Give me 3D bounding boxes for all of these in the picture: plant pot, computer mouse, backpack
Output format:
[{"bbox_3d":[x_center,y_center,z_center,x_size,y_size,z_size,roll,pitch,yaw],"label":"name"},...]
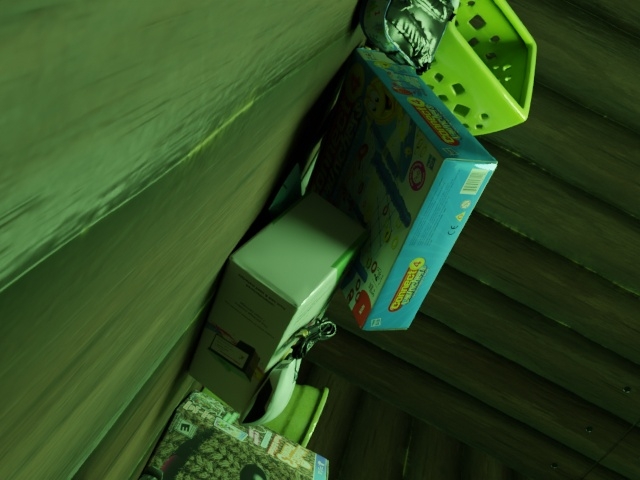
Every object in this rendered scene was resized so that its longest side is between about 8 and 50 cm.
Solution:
[{"bbox_3d":[0.227,-0.313,1.154,0.207,0.227,0.228,-23,-144,44],"label":"plant pot"},{"bbox_3d":[-0.048,0.196,0.917,0.193,0.042,0.106,-56,169,17],"label":"computer mouse"},{"bbox_3d":[-0.156,0.402,1.479,0.276,0.253,0.276,-63,178,-4],"label":"plant pot"},{"bbox_3d":[0.101,-0.287,0.836,0.114,0.084,0.105,24,92,-48],"label":"backpack"}]

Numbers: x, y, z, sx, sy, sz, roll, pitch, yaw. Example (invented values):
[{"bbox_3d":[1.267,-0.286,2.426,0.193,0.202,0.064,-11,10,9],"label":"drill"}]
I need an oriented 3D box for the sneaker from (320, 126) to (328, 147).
[{"bbox_3d":[0.098,-0.207,1.193,0.094,0.151,0.256,-61,179,38],"label":"sneaker"}]

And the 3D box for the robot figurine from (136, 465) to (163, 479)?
[{"bbox_3d":[-0.230,0.324,0.622,0.211,0.085,0.291,-62,179,-37],"label":"robot figurine"}]

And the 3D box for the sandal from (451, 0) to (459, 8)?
[{"bbox_3d":[0.166,-0.422,0.989,0.265,0.076,0.102,-86,-177,-57],"label":"sandal"}]

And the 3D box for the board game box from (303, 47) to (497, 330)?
[{"bbox_3d":[0.093,-0.079,0.986,0.302,0.086,0.308,63,-38,44],"label":"board game box"}]

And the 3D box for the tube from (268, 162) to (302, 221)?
[{"bbox_3d":[-0.052,-0.044,1.002,0.207,0.052,0.080,95,20,-73],"label":"tube"}]

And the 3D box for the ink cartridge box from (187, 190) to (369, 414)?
[{"bbox_3d":[-0.066,0.095,0.958,0.201,0.117,0.278,-44,166,-46],"label":"ink cartridge box"}]

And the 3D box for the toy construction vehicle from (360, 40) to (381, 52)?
[{"bbox_3d":[0.092,-0.324,1.072,0.098,0.035,0.086,-63,179,20],"label":"toy construction vehicle"}]

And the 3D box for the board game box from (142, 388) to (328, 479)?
[{"bbox_3d":[-0.166,0.447,1.163,0.232,0.290,0.141,-63,179,1],"label":"board game box"}]

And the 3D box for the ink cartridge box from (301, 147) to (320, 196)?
[{"bbox_3d":[0.071,-0.093,1.258,0.153,0.208,0.087,-63,176,-15],"label":"ink cartridge box"}]
